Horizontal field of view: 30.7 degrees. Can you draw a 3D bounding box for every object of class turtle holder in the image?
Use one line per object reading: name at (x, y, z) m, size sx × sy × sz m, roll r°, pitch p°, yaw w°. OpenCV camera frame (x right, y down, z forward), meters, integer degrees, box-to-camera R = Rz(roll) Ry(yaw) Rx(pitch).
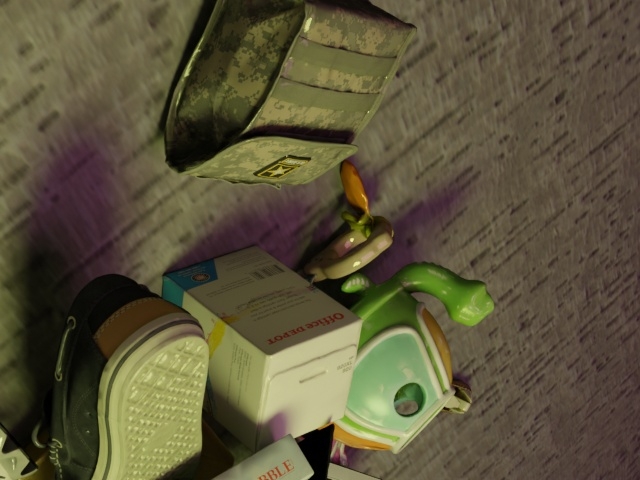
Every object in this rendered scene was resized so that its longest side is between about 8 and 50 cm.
turtle holder at (0.105, 0.185, 1.817) m, size 0.320 × 0.227 × 0.243 m, roll -37°, pitch 163°, yaw -33°

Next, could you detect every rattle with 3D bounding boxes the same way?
rattle at (0.000, 0.000, 1.753) m, size 0.199 × 0.130 × 0.143 m, roll -28°, pitch 124°, yaw 13°

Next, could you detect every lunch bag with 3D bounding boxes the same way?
lunch bag at (-0.047, -0.188, 1.486) m, size 0.235 × 0.169 × 0.287 m, roll 1°, pitch 123°, yaw -51°

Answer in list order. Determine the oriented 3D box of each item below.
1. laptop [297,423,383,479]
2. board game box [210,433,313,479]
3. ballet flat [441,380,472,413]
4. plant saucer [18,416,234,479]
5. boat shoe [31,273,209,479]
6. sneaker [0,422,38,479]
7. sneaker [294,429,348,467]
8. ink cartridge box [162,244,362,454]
laptop at (0.034, 0.510, 1.747) m, size 0.408 × 0.236 × 0.382 m, roll 28°, pitch 62°, yaw -43°
board game box at (-0.191, 0.400, 1.558) m, size 0.318 × 0.066 × 0.318 m, roll -27°, pitch 166°, yaw -26°
ballet flat at (0.247, 0.303, 2.225) m, size 0.206 × 0.067 × 0.073 m, roll 19°, pitch 102°, yaw -51°
plant saucer at (-0.313, 0.340, 1.642) m, size 0.333 × 0.081 × 0.333 m, roll -44°, pitch 141°, yaw -14°
boat shoe at (-0.253, 0.232, 1.449) m, size 0.186 × 0.156 × 0.500 m, roll -27°, pitch 148°, yaw -35°
sneaker at (-0.463, 0.213, 1.349) m, size 0.146 × 0.122 × 0.331 m, roll -38°, pitch 131°, yaw -17°
sneaker at (-0.013, 0.346, 1.963) m, size 0.111 × 0.103 × 0.252 m, roll -1°, pitch 110°, yaw -42°
ink cartridge box at (-0.088, 0.147, 1.620) m, size 0.171 × 0.232 × 0.168 m, roll -17°, pitch 128°, yaw -39°
